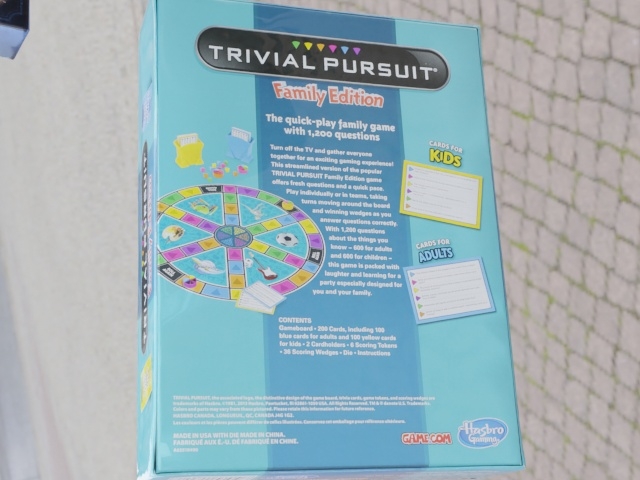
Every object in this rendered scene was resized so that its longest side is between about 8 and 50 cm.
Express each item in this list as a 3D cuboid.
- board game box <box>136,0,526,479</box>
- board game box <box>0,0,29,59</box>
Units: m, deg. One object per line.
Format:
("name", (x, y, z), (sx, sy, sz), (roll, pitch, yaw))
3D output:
("board game box", (0.000, 0.000, 0.763), (0.079, 0.253, 0.336), (134, 136, -65))
("board game box", (-0.316, -0.223, 0.703), (0.042, 0.243, 0.165), (-36, 53, 50))
